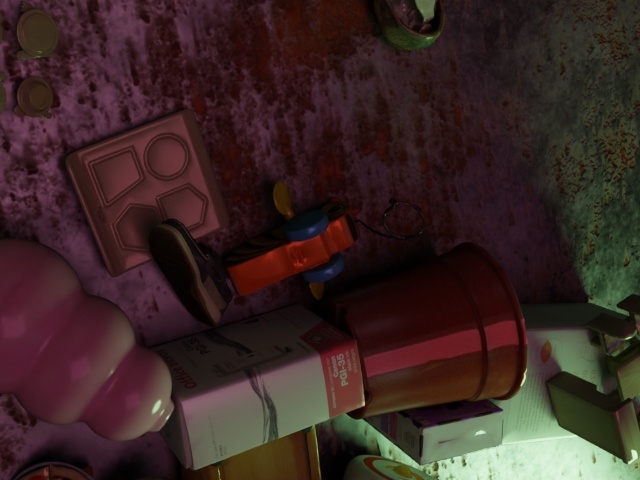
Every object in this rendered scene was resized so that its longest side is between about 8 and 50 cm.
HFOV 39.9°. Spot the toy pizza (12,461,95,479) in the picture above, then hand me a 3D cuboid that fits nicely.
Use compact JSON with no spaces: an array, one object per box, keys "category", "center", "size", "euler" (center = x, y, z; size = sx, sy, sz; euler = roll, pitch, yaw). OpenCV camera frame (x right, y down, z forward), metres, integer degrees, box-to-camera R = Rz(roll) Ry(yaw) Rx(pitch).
[{"category":"toy pizza","center":[-0.386,0.420,1.261],"size":[0.201,0.201,0.032],"euler":[-68,163,2]}]

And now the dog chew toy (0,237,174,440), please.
[{"category":"dog chew toy","center":[-0.340,0.144,1.160],"size":[0.332,0.206,0.206],"euler":[35,84,-9]}]

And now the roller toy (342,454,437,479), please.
[{"category":"roller toy","center":[0.124,0.460,1.526],"size":[0.209,0.191,0.146],"euler":[18,92,-30]}]

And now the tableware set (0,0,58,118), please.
[{"category":"tableware set","center":[-0.406,-0.229,1.151],"size":[0.141,0.020,0.168],"euler":[-4,100,-50]}]

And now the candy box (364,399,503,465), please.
[{"category":"candy box","center":[0.188,0.299,1.517],"size":[0.165,0.196,0.070],"euler":[-6,106,-27]}]

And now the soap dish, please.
[{"category":"soap dish","center":[-0.103,0.395,1.432],"size":[0.229,0.118,0.290],"euler":[-14,110,-25]}]

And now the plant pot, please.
[{"category":"plant pot","center":[0.149,0.161,1.438],"size":[0.265,0.272,0.272],"euler":[-12,108,-18]}]

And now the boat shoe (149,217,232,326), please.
[{"category":"boat shoe","center":[-0.186,0.038,1.308],"size":[0.073,0.080,0.223],"euler":[-53,146,-29]}]

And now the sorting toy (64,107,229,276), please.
[{"category":"sorting toy","center":[-0.250,-0.072,1.291],"size":[0.208,0.038,0.193],"euler":[-27,114,-25]}]

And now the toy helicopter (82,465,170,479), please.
[{"category":"toy helicopter","center":[-0.329,0.500,1.309],"size":[0.355,0.235,0.140],"euler":[-51,162,0]}]

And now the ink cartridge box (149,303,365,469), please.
[{"category":"ink cartridge box","center":[-0.107,0.211,1.332],"size":[0.283,0.207,0.117],"euler":[-15,110,-24]}]

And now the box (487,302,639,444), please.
[{"category":"box","center":[0.420,0.239,1.644],"size":[0.345,0.168,0.215],"euler":[2,101,-28]}]

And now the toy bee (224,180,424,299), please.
[{"category":"toy bee","center":[0.000,0.000,1.392],"size":[0.298,0.162,0.195],"euler":[1,112,-3]}]

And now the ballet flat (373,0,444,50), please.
[{"category":"ballet flat","center":[0.107,-0.456,1.339],"size":[0.123,0.123,0.348],"euler":[-30,114,-19]}]

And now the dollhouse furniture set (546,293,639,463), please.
[{"category":"dollhouse furniture set","center":[0.543,0.250,1.520],"size":[0.242,0.161,0.212],"euler":[-29,113,-20]}]
